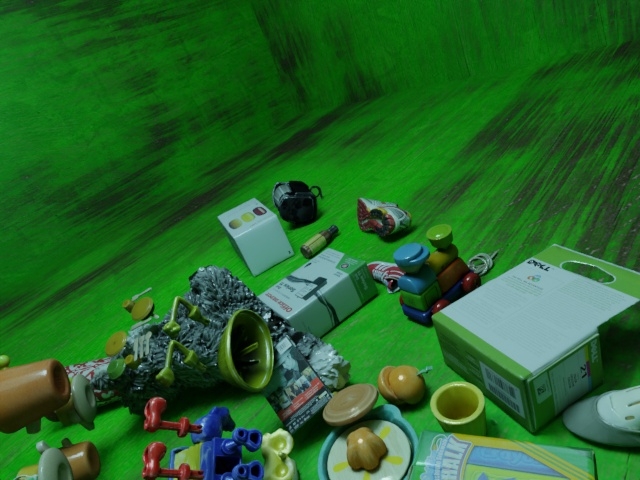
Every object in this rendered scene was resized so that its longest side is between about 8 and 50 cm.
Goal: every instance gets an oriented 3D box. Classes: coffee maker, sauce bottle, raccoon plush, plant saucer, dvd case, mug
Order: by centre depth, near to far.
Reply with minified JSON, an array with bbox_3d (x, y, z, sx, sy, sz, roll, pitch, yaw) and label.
[{"bbox_3d":[0.040,0.224,0.630,0.083,0.013,0.083,-27,7,3],"label":"plant saucer"},{"bbox_3d":[-0.047,0.218,0.694,0.087,0.119,0.013,-42,-20,2],"label":"dvd case"},{"bbox_3d":[-0.206,0.219,0.798,0.299,0.216,0.446,-45,29,-25],"label":"raccoon plush"},{"bbox_3d":[-0.495,0.301,0.992,0.169,0.113,0.150,-17,27,6],"label":"mug"},{"bbox_3d":[0.000,0.000,1.253,0.128,0.042,0.042,-36,27,-30],"label":"sauce bottle"},{"bbox_3d":[-0.064,-0.133,1.483,0.171,0.120,0.178,-24,25,-5],"label":"coffee maker"}]

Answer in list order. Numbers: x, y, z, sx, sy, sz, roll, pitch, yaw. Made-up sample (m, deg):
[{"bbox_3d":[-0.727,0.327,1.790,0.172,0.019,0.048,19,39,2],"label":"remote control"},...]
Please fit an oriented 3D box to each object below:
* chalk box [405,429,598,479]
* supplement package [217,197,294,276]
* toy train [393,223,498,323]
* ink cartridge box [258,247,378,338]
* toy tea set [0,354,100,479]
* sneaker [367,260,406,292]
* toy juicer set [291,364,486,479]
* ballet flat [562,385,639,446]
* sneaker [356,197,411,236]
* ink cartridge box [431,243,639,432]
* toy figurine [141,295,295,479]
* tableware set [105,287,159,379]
[{"bbox_3d":[0.154,0.283,0.439,0.213,0.132,0.132,-8,28,31],"label":"chalk box"},{"bbox_3d":[-0.195,-0.017,1.342,0.139,0.134,0.244,-30,25,-13],"label":"supplement package"},{"bbox_3d":[0.242,0.029,0.859,0.248,0.143,0.105,-35,28,-25],"label":"toy train"},{"bbox_3d":[-0.009,0.117,0.967,0.208,0.087,0.153,-34,26,-22],"label":"ink cartridge box"},{"bbox_3d":[-0.418,0.333,0.668,0.124,0.200,0.336,-19,50,-12],"label":"toy tea set"},{"bbox_3d":[0.134,0.079,0.976,0.118,0.042,0.067,-2,29,34],"label":"sneaker"},{"bbox_3d":[0.044,0.270,0.610,0.329,0.090,0.209,-32,26,-18],"label":"toy juicer set"},{"bbox_3d":[0.384,0.190,0.503,0.213,0.068,0.072,-6,30,34],"label":"ballet flat"},{"bbox_3d":[0.162,-0.063,1.213,0.092,0.088,0.225,-9,20,-19],"label":"sneaker"},{"bbox_3d":[0.326,0.123,0.660,0.255,0.097,0.189,-26,24,-14],"label":"ink cartridge box"},{"bbox_3d":[-0.174,0.286,0.610,0.217,0.191,0.363,-46,39,34],"label":"toy figurine"},{"bbox_3d":[-0.333,0.163,0.804,0.104,0.024,0.154,-28,46,9],"label":"tableware set"}]
